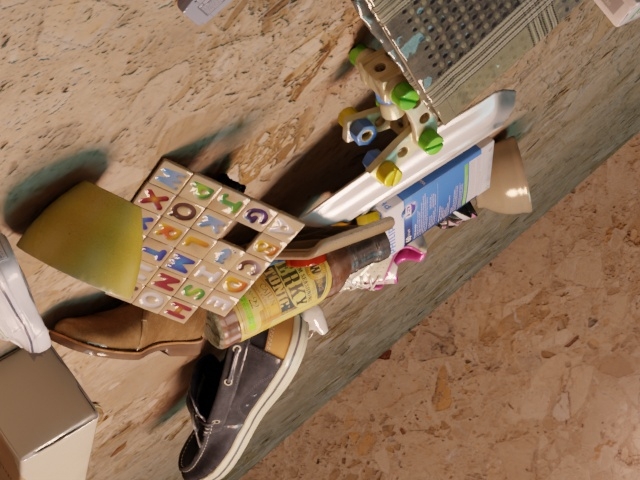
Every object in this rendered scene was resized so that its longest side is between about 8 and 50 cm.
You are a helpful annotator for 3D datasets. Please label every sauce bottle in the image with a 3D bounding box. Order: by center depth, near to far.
[{"bbox_3d":[-0.041,0.063,1.806,0.344,0.111,0.111,-27,162,-22],"label":"sauce bottle"}]

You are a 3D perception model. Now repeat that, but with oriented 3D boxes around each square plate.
[{"bbox_3d":[0.149,-0.121,1.666,0.347,0.049,0.344,-33,179,16],"label":"square plate"}]

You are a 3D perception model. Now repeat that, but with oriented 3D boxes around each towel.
[{"bbox_3d":[0.187,-0.317,1.199,0.324,0.056,0.312,-43,144,-1],"label":"towel"}]

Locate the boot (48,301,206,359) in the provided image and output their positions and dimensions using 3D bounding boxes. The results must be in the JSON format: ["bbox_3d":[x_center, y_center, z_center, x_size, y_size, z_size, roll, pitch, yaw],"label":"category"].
[{"bbox_3d":[-0.265,0.104,1.539,0.305,0.112,0.115,1,108,-62],"label":"boot"}]

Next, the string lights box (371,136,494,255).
[{"bbox_3d":[0.192,-0.092,1.952,0.259,0.077,0.133,-33,147,-21],"label":"string lights box"}]

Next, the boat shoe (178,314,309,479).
[{"bbox_3d":[-0.187,0.301,2.099,0.187,0.156,0.500,-85,-159,-48],"label":"boat shoe"}]

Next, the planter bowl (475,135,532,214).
[{"bbox_3d":[0.364,-0.124,2.228,0.109,0.162,0.162,-13,168,8],"label":"planter bowl"}]

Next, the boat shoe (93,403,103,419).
[{"bbox_3d":[-0.412,0.313,1.847,0.050,0.045,0.135,-44,165,20],"label":"boat shoe"}]

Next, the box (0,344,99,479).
[{"bbox_3d":[-0.412,0.277,1.548,0.121,0.148,0.311,-30,162,-28],"label":"box"}]

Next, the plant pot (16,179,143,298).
[{"bbox_3d":[-0.244,-0.008,1.167,0.095,0.134,0.134,-64,165,-2],"label":"plant pot"}]

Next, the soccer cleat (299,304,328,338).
[{"bbox_3d":[-0.054,0.162,2.107,0.068,0.076,0.196,-31,-174,-32],"label":"soccer cleat"}]

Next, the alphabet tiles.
[{"bbox_3d":[-0.166,0.015,1.363,0.198,0.009,0.237,24,127,-25],"label":"alphabet tiles"}]

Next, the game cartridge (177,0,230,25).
[{"bbox_3d":[-0.095,-0.239,1.015,0.083,0.017,0.056,-40,169,6],"label":"game cartridge"}]

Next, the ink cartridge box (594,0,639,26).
[{"bbox_3d":[0.411,-0.391,1.445,0.224,0.181,0.056,-28,165,-36],"label":"ink cartridge box"}]

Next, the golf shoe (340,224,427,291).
[{"bbox_3d":[0.063,0.047,2.014,0.306,0.140,0.115,-35,167,-8],"label":"golf shoe"}]

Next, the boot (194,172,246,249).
[{"bbox_3d":[-0.145,-0.040,1.416,0.099,0.045,0.121,-61,-160,-4],"label":"boot"}]

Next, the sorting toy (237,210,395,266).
[{"bbox_3d":[0.000,0.000,1.705,0.229,0.041,0.307,-6,-172,38],"label":"sorting toy"}]

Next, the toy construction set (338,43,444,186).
[{"bbox_3d":[0.168,-0.233,1.397,0.327,0.151,0.215,-41,143,-24],"label":"toy construction set"}]

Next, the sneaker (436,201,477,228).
[{"bbox_3d":[0.253,-0.051,2.131,0.077,0.072,0.178,-33,162,15],"label":"sneaker"}]

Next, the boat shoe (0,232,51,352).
[{"bbox_3d":[-0.360,0.066,1.204,0.075,0.083,0.226,-22,150,-14],"label":"boat shoe"}]
